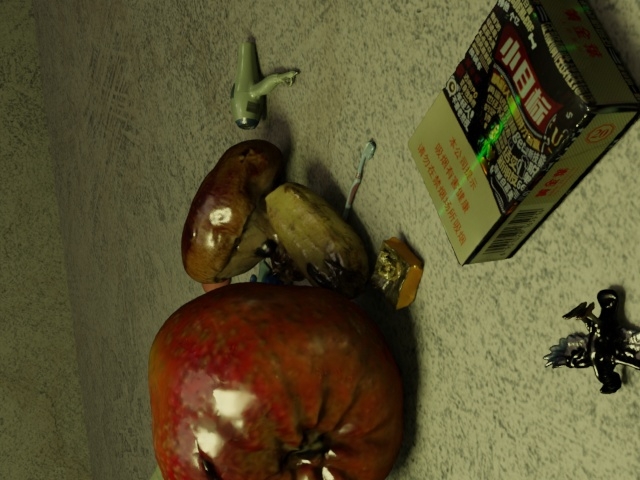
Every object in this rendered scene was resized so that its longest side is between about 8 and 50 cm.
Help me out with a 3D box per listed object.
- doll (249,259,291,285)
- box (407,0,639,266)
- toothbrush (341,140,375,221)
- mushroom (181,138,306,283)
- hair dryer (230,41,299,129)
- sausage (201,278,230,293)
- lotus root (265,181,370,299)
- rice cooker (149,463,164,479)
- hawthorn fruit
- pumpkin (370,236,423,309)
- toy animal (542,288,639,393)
[{"bbox_3d":[-0.086,0.118,1.927,0.096,0.070,0.195,-25,73,31],"label":"doll"},{"bbox_3d":[0.226,-0.131,1.226,0.310,0.084,0.198,-59,44,51],"label":"box"},{"bbox_3d":[0.054,-0.079,1.660,0.019,0.013,0.193,53,140,33],"label":"toothbrush"},{"bbox_3d":[-0.131,-0.028,1.863,0.254,0.267,0.267,51,154,-9],"label":"mushroom"},{"bbox_3d":[-0.107,-0.315,1.908,0.199,0.068,0.167,-40,54,47],"label":"hair dryer"},{"bbox_3d":[-0.215,0.040,2.169,0.062,0.062,0.154,39,128,55],"label":"sausage"},{"bbox_3d":[0.000,0.000,1.675,0.110,0.097,0.258,-46,57,16],"label":"lotus root"},{"bbox_3d":[-0.129,0.500,1.822,0.325,0.335,0.335,43,132,53],"label":"rice cooker"},{"bbox_3d":[-0.081,0.240,1.588,0.403,0.403,0.402,21,114,61],"label":"hawthorn fruit"},{"bbox_3d":[0.110,0.048,1.530,0.074,0.054,0.083,47,131,44],"label":"pumpkin"},{"bbox_3d":[0.312,0.113,1.145,0.220,0.062,0.107,-14,101,62],"label":"toy animal"}]
